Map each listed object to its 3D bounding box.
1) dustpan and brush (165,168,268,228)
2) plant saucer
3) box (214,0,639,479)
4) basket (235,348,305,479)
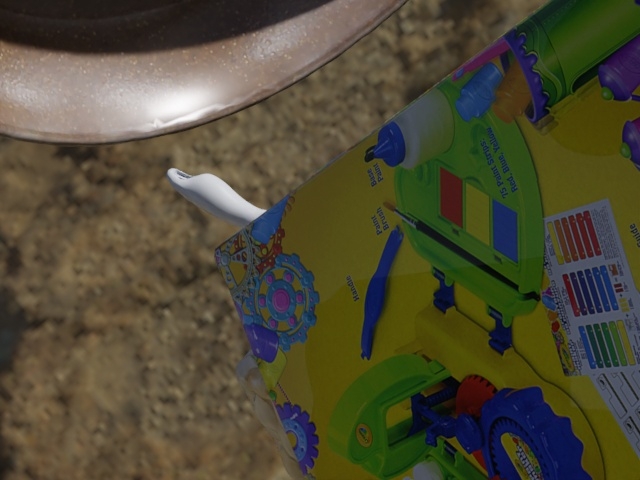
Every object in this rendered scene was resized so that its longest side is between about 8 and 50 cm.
[{"bbox_3d":[0.000,0.000,1.034,0.060,0.211,0.147,-59,-13,25],"label":"dustpan and brush"},{"bbox_3d":[-0.031,-0.168,0.552,0.310,0.310,0.050,-38,59,-6],"label":"plant saucer"},{"bbox_3d":[0.145,0.065,0.756,0.279,0.177,0.290,-34,70,36],"label":"box"},{"bbox_3d":[0.170,0.140,1.171,0.328,0.331,0.266,22,59,38],"label":"basket"}]
